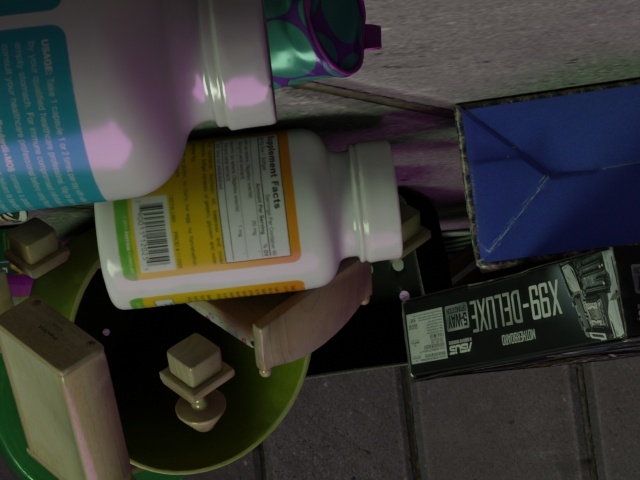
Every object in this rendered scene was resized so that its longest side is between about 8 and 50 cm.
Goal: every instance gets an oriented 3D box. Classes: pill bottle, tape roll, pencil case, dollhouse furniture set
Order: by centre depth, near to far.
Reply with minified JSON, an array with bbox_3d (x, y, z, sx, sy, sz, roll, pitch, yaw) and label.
[{"bbox_3d":[-0.156,-0.084,0.736,0.264,0.146,0.146,-6,173,0],"label":"pill bottle"},{"bbox_3d":[-0.045,-0.112,0.940,0.152,0.064,0.070,-11,155,36],"label":"pencil case"},{"bbox_3d":[-0.059,-0.022,1.342,0.246,0.136,0.136,-6,173,-1],"label":"pill bottle"},{"bbox_3d":[-0.124,0.065,1.493,0.355,0.173,0.303,-33,-134,-31],"label":"dollhouse furniture set"},{"bbox_3d":[-0.308,0.218,2.264,0.321,0.321,0.077,-4,172,-20],"label":"tape roll"}]

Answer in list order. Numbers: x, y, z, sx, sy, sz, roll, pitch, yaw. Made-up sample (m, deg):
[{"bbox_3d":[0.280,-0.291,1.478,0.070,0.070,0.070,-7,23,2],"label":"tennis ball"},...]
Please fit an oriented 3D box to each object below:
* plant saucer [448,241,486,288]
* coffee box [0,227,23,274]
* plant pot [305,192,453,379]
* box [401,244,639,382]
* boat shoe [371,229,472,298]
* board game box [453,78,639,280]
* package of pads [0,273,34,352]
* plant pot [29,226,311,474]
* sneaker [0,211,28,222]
[{"bbox_3d":[0.219,0.042,1.937,0.278,0.041,0.278,-36,-165,11],"label":"plant saucer"},{"bbox_3d":[-0.405,0.018,1.724,0.184,0.040,0.113,-5,172,-12],"label":"coffee box"},{"bbox_3d":[0.060,0.042,1.836,0.187,0.188,0.167,-10,-176,26],"label":"plant pot"},{"bbox_3d":[0.250,0.059,1.359,0.242,0.076,0.307,-2,171,-30],"label":"box"},{"bbox_3d":[0.137,0.021,2.151,0.226,0.083,0.076,-16,164,-20],"label":"boat shoe"},{"bbox_3d":[0.252,-0.043,1.437,0.232,0.141,0.291,-8,172,9],"label":"board game box"},{"bbox_3d":[-0.495,0.098,2.040,0.296,0.101,0.229,-11,170,37],"label":"package of pads"},{"bbox_3d":[-0.197,0.085,1.729,0.275,0.274,0.293,-2,-172,-30],"label":"plant pot"},{"bbox_3d":[-0.286,-0.033,1.434,0.044,0.040,0.109,-2,171,-18],"label":"sneaker"}]
